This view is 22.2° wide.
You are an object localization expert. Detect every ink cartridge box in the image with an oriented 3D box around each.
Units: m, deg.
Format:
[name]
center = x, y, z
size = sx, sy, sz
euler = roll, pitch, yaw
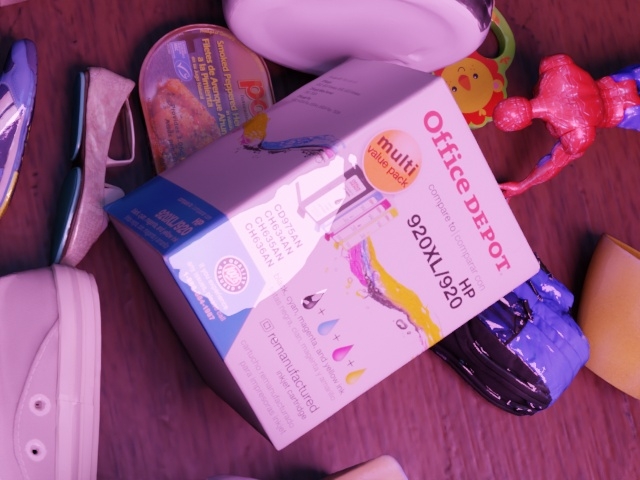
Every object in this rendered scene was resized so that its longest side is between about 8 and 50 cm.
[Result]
[ink cartridge box]
center = 0.000, 0.000, 1.180
size = 0.232, 0.168, 0.171
euler = -33, 111, -12

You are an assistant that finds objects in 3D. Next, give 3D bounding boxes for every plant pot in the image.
[plant pot]
center = 0.255, 0.070, 1.287
size = 0.134, 0.134, 0.095
euler = 31, 98, -4

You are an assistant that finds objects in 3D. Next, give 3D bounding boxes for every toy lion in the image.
[toy lion]
center = 0.122, -0.143, 1.348
size = 0.100, 0.034, 0.096
euler = -38, 95, -17

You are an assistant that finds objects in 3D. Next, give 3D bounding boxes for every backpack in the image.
[backpack]
center = 0.151, 0.070, 1.270
size = 0.120, 0.098, 0.101
euler = 46, 69, 1

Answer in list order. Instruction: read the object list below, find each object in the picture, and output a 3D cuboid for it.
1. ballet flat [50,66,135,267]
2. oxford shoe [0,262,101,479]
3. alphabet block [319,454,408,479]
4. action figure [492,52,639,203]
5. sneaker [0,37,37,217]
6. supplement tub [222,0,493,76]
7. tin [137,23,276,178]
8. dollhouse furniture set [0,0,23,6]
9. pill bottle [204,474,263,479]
[ballet flat]
center = -0.170, -0.053, 1.251
size = 0.052, 0.057, 0.168
euler = 11, 76, -20
[oxford shoe]
center = -0.221, 0.230, 1.121
size = 0.130, 0.169, 0.449
euler = 3, 70, -15
[alphabet block]
center = -0.014, 0.281, 1.140
size = 0.197, 0.192, 0.193
euler = -24, 82, -15
[action figure]
center = 0.231, -0.101, 1.339
size = 0.280, 0.139, 0.091
euler = -8, 76, -36
[sneaker]
center = -0.250, -0.090, 1.242
size = 0.059, 0.053, 0.144
euler = 14, 74, -7
[supplement tub]
center = 0.037, -0.312, 1.268
size = 0.207, 0.207, 0.338
euler = 7, 72, -11
[tin]
center = -0.082, -0.076, 1.284
size = 0.106, 0.040, 0.190
euler = -10, 81, -10
[dollhouse furniture set]
center = -0.195, -0.376, 1.186
size = 0.198, 0.303, 0.286
euler = -23, 84, -15
[pill bottle]
center = -0.029, 0.293, 0.953
size = 0.160, 0.160, 0.283
euler = 17, 75, -8
